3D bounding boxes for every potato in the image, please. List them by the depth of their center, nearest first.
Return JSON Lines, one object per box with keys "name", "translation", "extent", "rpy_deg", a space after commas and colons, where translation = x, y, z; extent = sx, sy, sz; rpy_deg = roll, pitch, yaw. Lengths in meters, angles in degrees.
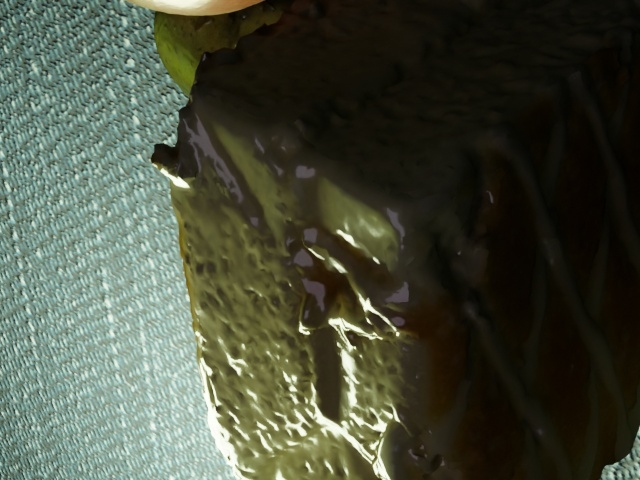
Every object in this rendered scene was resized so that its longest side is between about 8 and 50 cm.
{"name": "potato", "translation": [-0.048, -0.167, 1.532], "extent": [0.248, 0.143, 0.169], "rpy_deg": [32, 173, 41]}

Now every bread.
{"name": "bread", "translation": [0.097, 0.002, 1.351], "extent": [0.279, 0.371, 0.390], "rpy_deg": [15, 127, 35]}

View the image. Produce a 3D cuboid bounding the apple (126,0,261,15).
{"name": "apple", "translation": [-0.101, -0.328, 1.370], "extent": [0.319, 0.277, 0.319], "rpy_deg": [24, 134, 28]}
